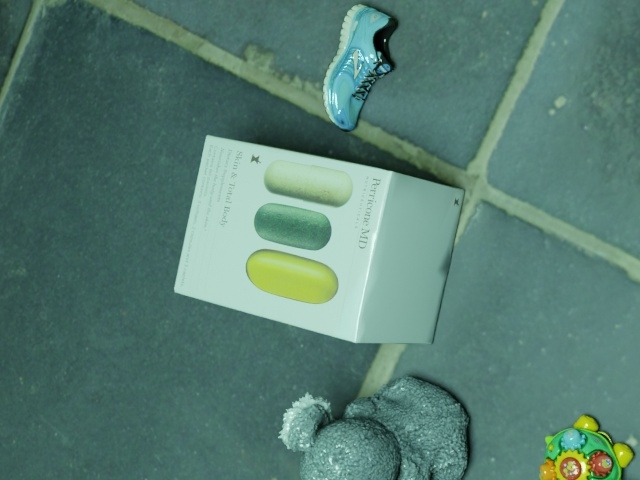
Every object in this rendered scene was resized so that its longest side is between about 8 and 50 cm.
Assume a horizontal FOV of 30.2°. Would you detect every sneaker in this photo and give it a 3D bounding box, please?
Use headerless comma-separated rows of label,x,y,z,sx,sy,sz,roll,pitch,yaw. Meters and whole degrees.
sneaker,0.053,-0.216,1.499,0.073,0.063,0.162,16,95,28

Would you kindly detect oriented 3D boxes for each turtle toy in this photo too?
turtle toy,0.297,0.258,1.304,0.130,0.066,0.095,39,106,28

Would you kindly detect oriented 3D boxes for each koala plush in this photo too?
koala plush,0.051,0.251,1.366,0.203,0.221,0.196,-45,65,20

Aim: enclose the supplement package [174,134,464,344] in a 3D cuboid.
supplement package,0.000,0.000,1.432,0.262,0.198,0.199,13,92,32
